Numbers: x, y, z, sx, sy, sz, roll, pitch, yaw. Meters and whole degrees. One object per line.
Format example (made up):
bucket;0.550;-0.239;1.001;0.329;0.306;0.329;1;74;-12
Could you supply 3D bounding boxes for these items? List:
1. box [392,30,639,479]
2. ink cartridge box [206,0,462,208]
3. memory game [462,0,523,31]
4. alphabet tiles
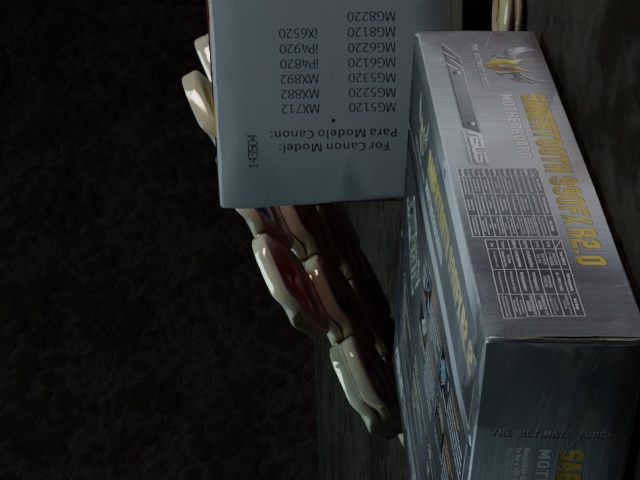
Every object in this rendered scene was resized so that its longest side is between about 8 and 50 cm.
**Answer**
box;0.070;0.045;0.621;0.231;0.056;0.183;-95;7;-58
ink cartridge box;0.010;-0.142;0.886;0.309;0.130;0.272;-87;-4;-64
memory game;0.084;-0.140;0.782;0.186;0.012;0.186;-179;90;-87
alphabet tiles;0.000;0.000;0.984;0.284;0.021;0.278;66;-168;21
